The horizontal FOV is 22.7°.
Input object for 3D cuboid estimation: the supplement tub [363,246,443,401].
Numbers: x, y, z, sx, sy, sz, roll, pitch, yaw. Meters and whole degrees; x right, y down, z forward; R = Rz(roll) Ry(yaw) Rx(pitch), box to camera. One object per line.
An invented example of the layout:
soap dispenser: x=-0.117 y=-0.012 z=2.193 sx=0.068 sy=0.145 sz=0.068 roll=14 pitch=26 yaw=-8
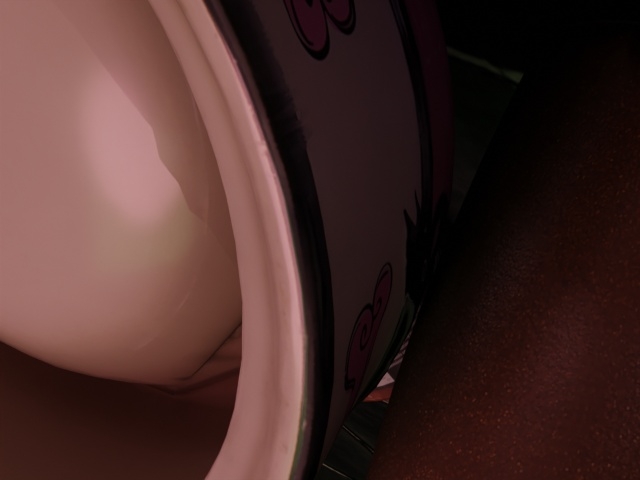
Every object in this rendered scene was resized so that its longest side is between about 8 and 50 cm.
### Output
supplement tub: x=0.000 y=0.000 z=0.885 sx=0.106 sy=0.106 sz=0.198 roll=19 pitch=157 yaw=42

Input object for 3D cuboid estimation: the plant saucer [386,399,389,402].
plant saucer: x=0.070 y=0.099 z=1.162 sx=0.168 sy=0.029 sz=0.168 roll=31 pitch=164 yaw=10

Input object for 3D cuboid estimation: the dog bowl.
dog bowl: x=-0.126 y=-0.054 z=0.630 sx=0.408 sy=0.150 sz=0.407 roll=21 pitch=128 yaw=29

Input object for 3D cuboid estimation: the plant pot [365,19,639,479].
plant pot: x=0.115 y=0.072 z=0.620 sx=0.215 sy=0.230 sz=0.215 roll=33 pitch=168 yaw=8
